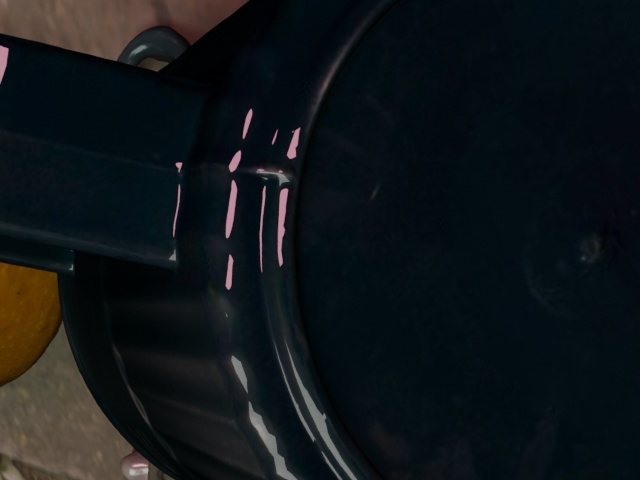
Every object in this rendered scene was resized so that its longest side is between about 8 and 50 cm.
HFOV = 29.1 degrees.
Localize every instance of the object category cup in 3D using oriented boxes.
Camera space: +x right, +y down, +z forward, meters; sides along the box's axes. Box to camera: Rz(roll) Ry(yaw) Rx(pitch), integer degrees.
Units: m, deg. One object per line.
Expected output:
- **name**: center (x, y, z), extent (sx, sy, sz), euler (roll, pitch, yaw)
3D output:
- **cup**: center (0.014, -0.012, 0.467), extent (0.308, 0.242, 0.292), euler (43, 167, -12)

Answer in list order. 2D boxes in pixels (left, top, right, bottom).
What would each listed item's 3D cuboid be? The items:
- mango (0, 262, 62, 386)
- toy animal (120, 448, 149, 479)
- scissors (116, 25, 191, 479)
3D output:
- **mango**: center (-0.267, 0.026, 0.779), extent (0.187, 0.144, 0.359), euler (47, 134, -14)
- **toy animal**: center (0.007, 0.158, 0.751), extent (0.249, 0.174, 0.289), euler (12, 134, 31)
- **scissors**: center (-0.066, 0.029, 0.647), extent (0.138, 0.041, 0.289), euler (4, 88, 21)
